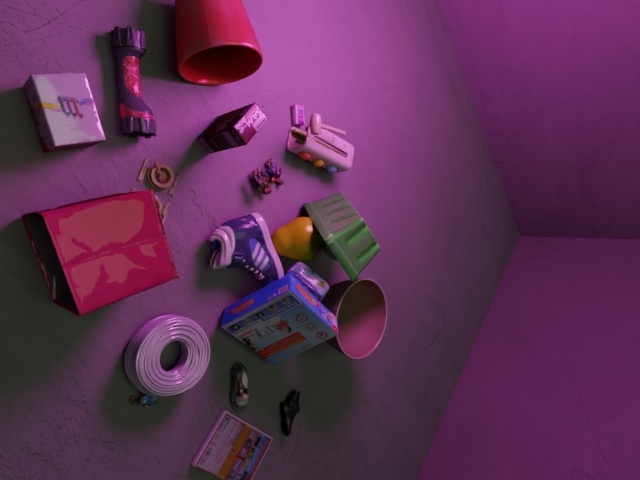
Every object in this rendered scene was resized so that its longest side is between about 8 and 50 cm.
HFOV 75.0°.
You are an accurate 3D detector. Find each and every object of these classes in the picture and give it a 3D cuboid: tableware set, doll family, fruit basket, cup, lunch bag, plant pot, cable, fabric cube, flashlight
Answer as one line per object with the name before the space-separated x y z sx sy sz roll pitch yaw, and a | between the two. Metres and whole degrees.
tableware set | -0.516 -0.154 1.310 0.128 0.039 0.194 26 74 -42
doll family | -0.195 -0.238 1.595 0.193 0.076 0.111 -45 117 -36
fruit basket | 0.000 0.000 1.658 0.392 0.392 0.283 -53 125 -29
cup | 0.095 0.317 1.790 0.331 0.237 0.331 -2 93 -44
lunch bag | -0.076 0.191 1.616 0.176 0.219 0.090 41 52 5
plant pot | -0.336 -0.666 1.321 0.275 0.275 0.243 -11 89 -43
cable | -0.479 0.368 1.329 0.257 0.089 0.257 -40 117 -39
fabric cube | -0.581 0.017 1.106 0.258 0.254 0.259 -24 108 -41
flashlight | -0.543 -0.460 1.224 0.103 0.103 0.304 -5 96 -43

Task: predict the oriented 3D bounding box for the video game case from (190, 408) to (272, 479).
video game case | -0.320 0.784 1.557 0.285 0.025 0.204 49 60 -34

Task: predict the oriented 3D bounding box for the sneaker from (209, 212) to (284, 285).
sneaker | -0.281 0.077 1.504 0.236 0.130 0.323 -28 116 -29

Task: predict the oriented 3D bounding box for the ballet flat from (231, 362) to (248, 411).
ballet flat | -0.294 0.552 1.544 0.070 0.070 0.188 -10 99 -43

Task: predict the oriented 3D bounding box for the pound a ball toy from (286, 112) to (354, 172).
pound a ball toy | 0.013 -0.376 1.695 0.319 0.208 0.136 17 80 -44

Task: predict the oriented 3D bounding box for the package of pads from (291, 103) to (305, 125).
package of pads | -0.092 -0.514 1.709 0.050 0.032 0.083 -10 99 -41

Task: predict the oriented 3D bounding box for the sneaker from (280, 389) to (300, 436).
sneaker | -0.118 0.716 1.731 0.089 0.051 0.170 -9 95 -39

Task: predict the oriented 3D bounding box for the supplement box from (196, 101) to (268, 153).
supplement box | -0.294 -0.366 1.374 0.073 0.239 0.130 51 58 -33

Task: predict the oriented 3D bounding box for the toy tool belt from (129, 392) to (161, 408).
toy tool belt | -0.547 0.499 1.303 0.083 0.051 0.052 15 82 -43

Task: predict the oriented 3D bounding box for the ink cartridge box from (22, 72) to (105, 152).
ink cartridge box | -0.670 -0.333 1.090 0.127 0.128 0.176 -22 106 -41

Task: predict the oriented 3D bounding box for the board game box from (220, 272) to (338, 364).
board game box | -0.143 0.298 1.522 0.302 0.308 0.086 48 22 -35
